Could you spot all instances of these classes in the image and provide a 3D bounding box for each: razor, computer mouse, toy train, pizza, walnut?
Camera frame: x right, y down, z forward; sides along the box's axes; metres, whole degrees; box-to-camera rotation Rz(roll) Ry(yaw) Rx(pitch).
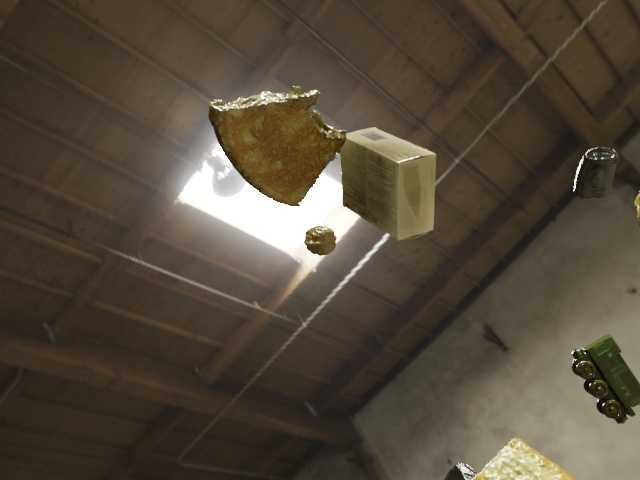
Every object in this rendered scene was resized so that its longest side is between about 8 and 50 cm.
[{"bbox_3d":[0.691,-0.169,1.652,0.090,0.054,0.148,-1,-41,8],"label":"razor"},{"bbox_3d":[0.359,0.629,1.572,0.073,0.217,0.122,28,-83,-23],"label":"computer mouse"},{"bbox_3d":[0.782,0.376,1.781,0.137,0.225,0.090,-32,-10,6],"label":"toy train"},{"bbox_3d":[-0.075,-0.202,1.294,0.223,0.089,0.323,-34,-40,6],"label":"pizza"},{"bbox_3d":[0.000,0.000,1.755,0.083,0.096,0.078,-22,-70,-41],"label":"walnut"}]

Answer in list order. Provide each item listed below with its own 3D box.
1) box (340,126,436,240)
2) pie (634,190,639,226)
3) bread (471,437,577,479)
[{"bbox_3d":[0.132,-0.117,1.332,0.095,0.212,0.168,-15,-60,-26],"label":"box"},{"bbox_3d":[0.688,-0.059,1.380,0.034,0.092,0.170,-31,4,43],"label":"pie"},{"bbox_3d":[0.460,0.586,1.264,0.236,0.375,0.165,-42,-45,-17],"label":"bread"}]
